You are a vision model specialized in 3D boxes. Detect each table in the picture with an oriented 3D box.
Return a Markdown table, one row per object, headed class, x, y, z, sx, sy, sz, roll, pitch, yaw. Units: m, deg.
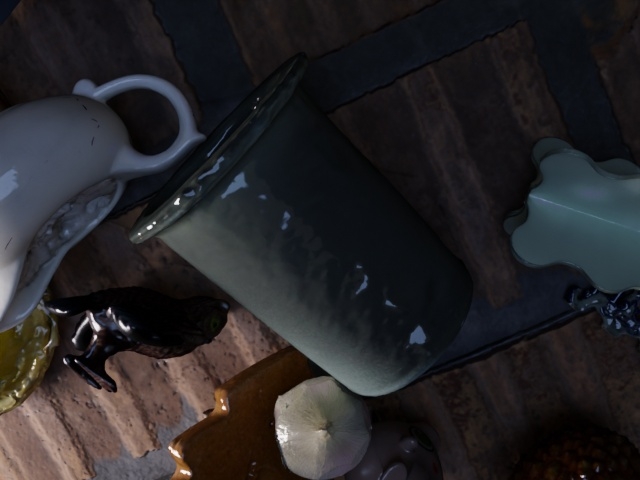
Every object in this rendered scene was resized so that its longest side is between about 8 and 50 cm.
| class | x | y | z | sx | sy | sz | roll | pitch | yaw |
| --- | --- | --- | --- | --- | --- | --- | --- | --- | --- |
| table | 0.298 | -0.019 | 0.705 | 0.198 | 0.166 | 0.167 | 19 | 106 | 5 |

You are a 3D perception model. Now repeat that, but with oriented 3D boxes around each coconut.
| class | x | y | z | sx | sy | sz | roll | pitch | yaw |
| --- | --- | --- | --- | --- | --- | --- | --- | --- | --- |
| coconut | -0.001 | 0.199 | 0.737 | 0.110 | 0.124 | 0.110 | 1 | 74 | -3 |

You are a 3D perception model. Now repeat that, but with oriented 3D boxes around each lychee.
| class | x | y | z | sx | sy | sz | roll | pitch | yaw |
| --- | --- | --- | --- | --- | --- | --- | --- | --- | --- |
| lychee | 0.296 | 0.299 | 0.786 | 0.188 | 0.188 | 0.188 | 1 | 106 | 3 |

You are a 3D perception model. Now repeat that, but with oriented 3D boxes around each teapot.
| class | x | y | z | sx | sy | sz | roll | pitch | yaw |
| --- | --- | --- | --- | --- | --- | --- | --- | --- | --- |
| teapot | -0.256 | -0.055 | 0.690 | 0.299 | 0.208 | 0.166 | -36 | 77 | 4 |

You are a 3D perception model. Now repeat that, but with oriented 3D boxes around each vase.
| class | x | y | z | sx | sy | sz | roll | pitch | yaw |
| --- | --- | --- | --- | --- | --- | --- | --- | --- | --- |
| vase | 0.000 | 0.000 | 0.685 | 0.291 | 0.245 | 0.245 | 42 | 104 | -14 |

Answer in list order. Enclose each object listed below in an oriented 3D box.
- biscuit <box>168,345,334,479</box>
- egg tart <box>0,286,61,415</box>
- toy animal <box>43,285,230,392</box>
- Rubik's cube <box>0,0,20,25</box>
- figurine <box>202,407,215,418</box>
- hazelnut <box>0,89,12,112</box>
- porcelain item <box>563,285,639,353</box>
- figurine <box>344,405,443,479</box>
| class | x | y | z | sx | sy | sz | roll | pitch | yaw |
| --- | --- | --- | --- | --- | --- | --- | --- | --- | --- |
| biscuit | -0.073 | 0.267 | 0.787 | 0.283 | 0.043 | 0.307 | 31 | 67 | -35 |
| egg tart | -0.459 | 0.093 | 0.792 | 0.314 | 0.120 | 0.315 | 1 | 107 | 3 |
| toy animal | -0.192 | 0.084 | 0.762 | 0.179 | 0.218 | 0.116 | -25 | 91 | -33 |
| Rubik's cube | -0.339 | -0.412 | 0.506 | 0.347 | 0.346 | 0.344 | 42 | 96 | -7 |
| figurine | -0.123 | 0.278 | 0.834 | 0.132 | 0.132 | 0.154 | 15 | 93 | -1 |
| hazelnut | -0.383 | -0.121 | 0.709 | 0.143 | 0.154 | 0.143 | 3 | 74 | -9 |
| porcelain item | 0.351 | 0.076 | 0.792 | 0.136 | 0.021 | 0.075 | 33 | 101 | -7 |
| figurine | 0.087 | 0.265 | 0.801 | 0.125 | 0.138 | 0.125 | 0 | 102 | 0 |
